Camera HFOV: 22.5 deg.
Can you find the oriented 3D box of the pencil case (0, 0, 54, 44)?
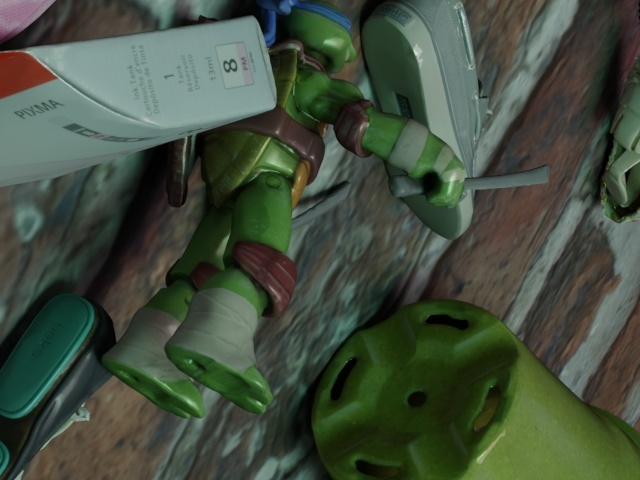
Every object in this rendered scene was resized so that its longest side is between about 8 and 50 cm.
[{"bbox_3d":[-0.244,-0.191,0.596,0.386,0.167,0.160,25,56,-58],"label":"pencil case"}]

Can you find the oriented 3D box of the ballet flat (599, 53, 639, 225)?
[{"bbox_3d":[0.300,-0.090,1.472,0.077,0.091,0.241,-33,148,-18],"label":"ballet flat"}]

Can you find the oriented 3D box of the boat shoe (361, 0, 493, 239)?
[{"bbox_3d":[0.094,-0.097,1.204,0.081,0.079,0.227,-40,139,-22],"label":"boat shoe"}]

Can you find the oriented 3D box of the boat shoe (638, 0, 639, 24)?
[{"bbox_3d":[0.303,-0.291,1.347,0.089,0.109,0.258,6,94,-48],"label":"boat shoe"}]

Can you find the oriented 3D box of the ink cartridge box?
[{"bbox_3d":[-0.165,-0.054,0.786,0.232,0.189,0.066,-22,97,-48],"label":"ink cartridge box"}]

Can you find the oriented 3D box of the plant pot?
[{"bbox_3d":[0.126,0.189,1.335,0.276,0.276,0.254,-51,136,-15],"label":"plant pot"}]

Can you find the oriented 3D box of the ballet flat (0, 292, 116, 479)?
[{"bbox_3d":[-0.195,0.123,0.988,0.203,0.074,0.074,-50,146,-20],"label":"ballet flat"}]

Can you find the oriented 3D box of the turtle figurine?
[{"bbox_3d":[0.000,0.000,1.017,0.266,0.198,0.274,-62,146,-24],"label":"turtle figurine"}]
